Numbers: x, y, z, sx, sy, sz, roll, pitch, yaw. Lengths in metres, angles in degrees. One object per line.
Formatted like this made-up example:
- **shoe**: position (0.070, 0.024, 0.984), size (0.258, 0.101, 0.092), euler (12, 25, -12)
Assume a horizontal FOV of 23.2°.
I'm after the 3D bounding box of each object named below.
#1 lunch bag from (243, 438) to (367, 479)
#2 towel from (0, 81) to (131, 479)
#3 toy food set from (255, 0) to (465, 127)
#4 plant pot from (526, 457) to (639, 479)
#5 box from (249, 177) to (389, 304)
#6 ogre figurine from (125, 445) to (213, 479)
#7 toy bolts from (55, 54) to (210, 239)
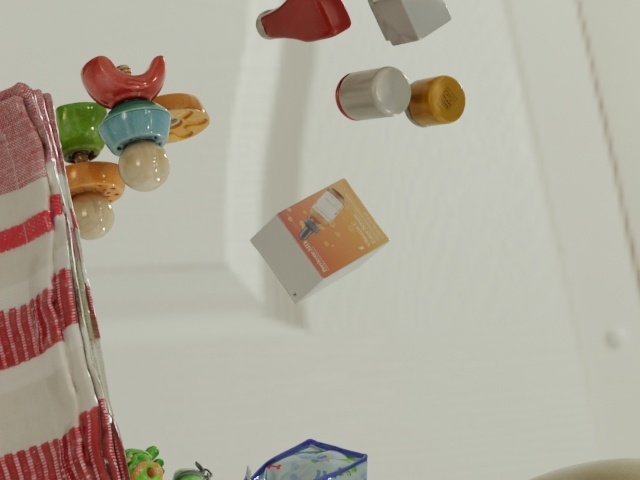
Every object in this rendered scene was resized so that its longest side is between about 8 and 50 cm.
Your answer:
- **lunch bag**: position (-0.027, 0.281, 1.524), size (0.096, 0.151, 0.129), euler (8, -72, 36)
- **towel**: position (-0.235, 0.091, 0.890), size (0.037, 0.237, 0.329), euler (38, 34, -67)
- **toy food set**: position (0.018, -0.184, 1.245), size (0.104, 0.111, 0.232), euler (-2, -60, 55)
- **plant pot**: position (0.333, 0.336, 1.615), size (0.284, 0.191, 0.284), euler (54, -11, 15)
- **box**: position (0.000, 0.000, 2.460), size (0.130, 0.170, 0.091), euler (54, -44, 6)
- **ogre figurine**: position (-0.162, 0.208, 1.246), size (0.118, 0.197, 0.097), euler (26, -94, 56)
- **toy bolts**: position (-0.215, -0.105, 1.867), size (0.228, 0.218, 0.158), euler (131, -50, -61)
